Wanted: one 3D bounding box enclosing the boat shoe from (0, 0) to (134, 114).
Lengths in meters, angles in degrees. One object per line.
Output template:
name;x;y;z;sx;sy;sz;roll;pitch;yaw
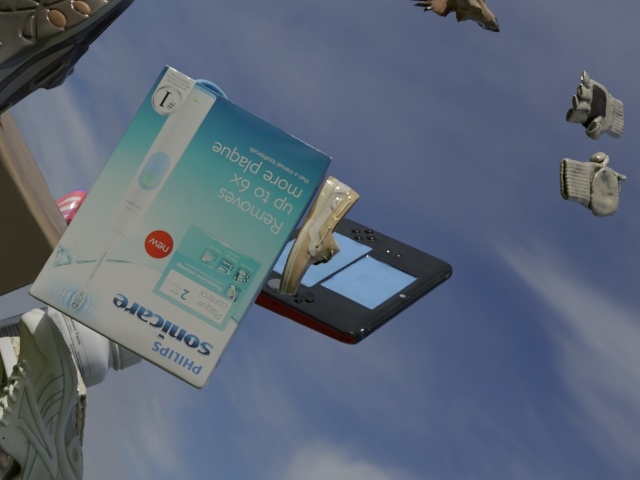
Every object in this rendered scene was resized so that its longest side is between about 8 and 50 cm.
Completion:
boat shoe;-0.406;-0.285;1.422;0.132;0.355;0.130;56;-6;17

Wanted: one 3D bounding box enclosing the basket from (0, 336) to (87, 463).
basket;-0.400;0.222;1.438;0.167;0.103;0.113;-130;-135;-53

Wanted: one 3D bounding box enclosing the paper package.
paper package;-0.610;-0.046;1.630;0.168;0.325;0.309;-116;-176;-63

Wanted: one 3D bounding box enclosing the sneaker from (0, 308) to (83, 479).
sneaker;-0.346;0.198;1.188;0.090;0.115;0.232;8;-76;63

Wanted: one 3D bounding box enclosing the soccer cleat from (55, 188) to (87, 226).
soccer cleat;-0.563;-0.023;2.018;0.095;0.248;0.083;37;-25;-7

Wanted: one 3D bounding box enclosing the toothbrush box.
toothbrush box;-0.153;-0.010;1.143;0.216;0.295;0.126;30;-8;0

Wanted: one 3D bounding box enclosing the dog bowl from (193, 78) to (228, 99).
dog bowl;-0.225;-0.157;1.804;0.074;0.166;0.297;-16;-118;35

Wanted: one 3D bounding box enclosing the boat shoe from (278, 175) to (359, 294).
boat shoe;0.000;0.000;1.318;0.059;0.170;0.063;25;-9;2

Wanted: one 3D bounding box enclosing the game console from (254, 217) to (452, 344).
game console;0.041;0.068;2.099;0.342;0.386;0.060;20;-58;32

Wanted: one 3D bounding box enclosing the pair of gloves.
pair of gloves;0.493;-0.163;1.789;0.042;0.204;0.240;-2;-104;41

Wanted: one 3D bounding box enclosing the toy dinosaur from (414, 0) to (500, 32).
toy dinosaur;0.167;-0.437;1.443;0.200;0.127;0.295;-30;110;-76

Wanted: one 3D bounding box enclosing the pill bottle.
pill bottle;-0.468;0.194;1.770;0.160;0.283;0.160;48;-34;47
